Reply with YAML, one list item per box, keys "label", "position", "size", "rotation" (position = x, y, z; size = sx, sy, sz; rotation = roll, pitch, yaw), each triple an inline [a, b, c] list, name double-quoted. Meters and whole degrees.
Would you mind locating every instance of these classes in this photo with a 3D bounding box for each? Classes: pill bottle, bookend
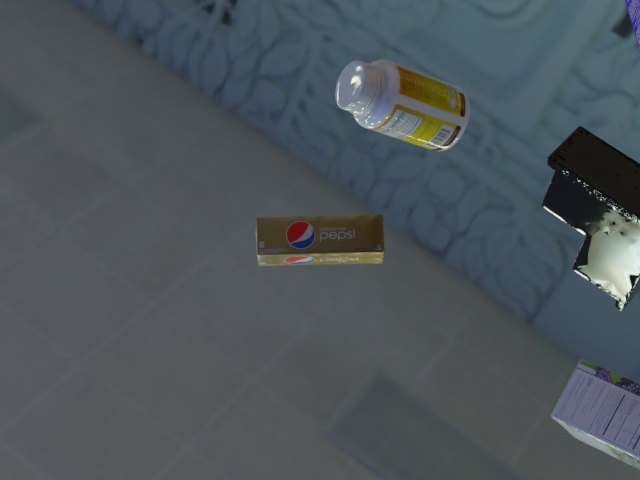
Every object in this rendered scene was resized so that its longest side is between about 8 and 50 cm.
- label: "pill bottle"
  position: [0.134, -0.228, 2.227]
  size: [0.215, 0.117, 0.117]
  rotation: [16, -145, -33]
- label: "bookend"
  position: [0.331, -0.024, 1.577]
  size: [0.156, 0.157, 0.072]
  rotation: [35, -125, 19]

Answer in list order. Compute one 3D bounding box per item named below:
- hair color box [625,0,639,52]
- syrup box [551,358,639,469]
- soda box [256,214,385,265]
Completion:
- label: "hair color box"
  position: [0.579, -0.405, 2.108]
  size: [0.185, 0.110, 0.339]
  rotation: [-8, -112, -4]
- label: "syrup box"
  position: [0.440, 0.256, 1.799]
  size: [0.236, 0.096, 0.093]
  rotation: [23, 168, 40]
- label: "soda box"
  position: [0.000, 0.000, 1.905]
  size: [0.181, 0.061, 0.058]
  rotation: [-2, -106, -1]
